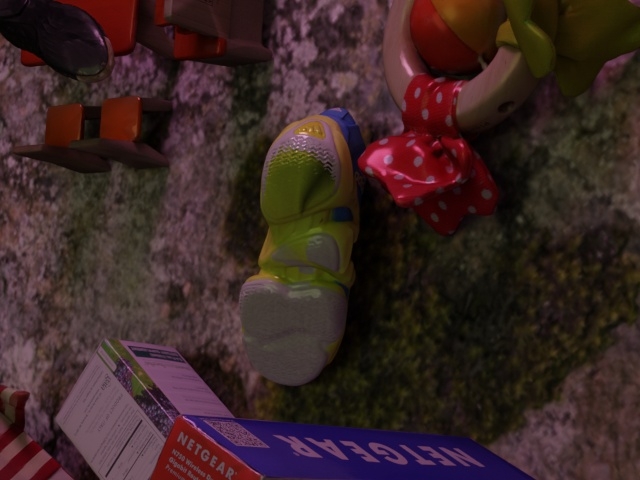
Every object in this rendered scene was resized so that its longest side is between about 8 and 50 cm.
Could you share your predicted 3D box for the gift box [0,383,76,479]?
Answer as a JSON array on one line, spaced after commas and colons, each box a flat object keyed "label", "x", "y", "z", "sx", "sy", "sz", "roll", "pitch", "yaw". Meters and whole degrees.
[{"label": "gift box", "x": -0.316, "y": 0.279, "z": 1.318, "sx": 0.255, "sy": 0.258, "sz": 0.276, "roll": 46, "pitch": 119, "yaw": 1}]

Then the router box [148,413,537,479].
[{"label": "router box", "x": -0.017, "y": 0.277, "z": 1.066, "sx": 0.082, "sy": 0.335, "sz": 0.301, "roll": 30, "pitch": 100, "yaw": 38}]

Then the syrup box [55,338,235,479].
[{"label": "syrup box", "x": -0.112, "y": 0.193, "z": 1.308, "sx": 0.237, "sy": 0.093, "sz": 0.096, "roll": 44, "pitch": 109, "yaw": 34}]

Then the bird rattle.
[{"label": "bird rattle", "x": 0.121, "y": -0.138, "z": 1.194, "sx": 0.253, "sy": 0.143, "sz": 0.207, "roll": -51, "pitch": 43, "yaw": 36}]

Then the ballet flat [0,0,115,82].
[{"label": "ballet flat", "x": -0.227, "y": -0.177, "z": 1.361, "sx": 0.057, "sy": 0.049, "sz": 0.173, "roll": -50, "pitch": 47, "yaw": -7}]

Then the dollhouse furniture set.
[{"label": "dollhouse furniture set", "x": -0.178, "y": -0.205, "z": 1.400, "sx": 0.259, "sy": 0.135, "sz": 0.262, "roll": -2, "pitch": 81, "yaw": 38}]

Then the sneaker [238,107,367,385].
[{"label": "sneaker", "x": 0.000, "y": 0.000, "z": 1.269, "sx": 0.091, "sy": 0.126, "sz": 0.240, "roll": 19, "pitch": 123, "yaw": 12}]
